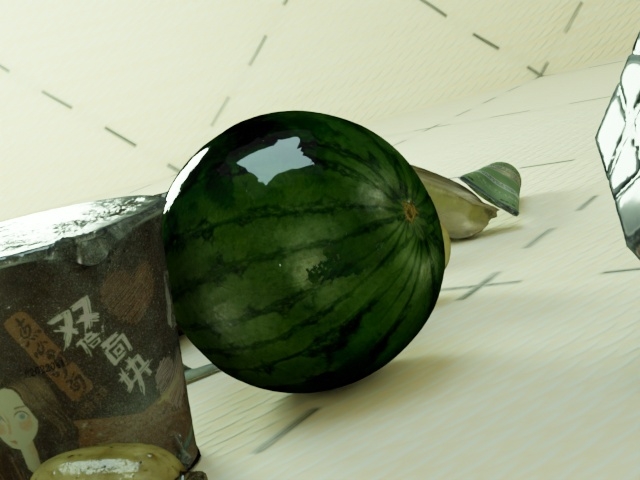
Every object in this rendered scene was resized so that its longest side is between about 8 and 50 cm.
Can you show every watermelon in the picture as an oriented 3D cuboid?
[{"bbox_3d":[-0.019,0.011,1.079,0.242,0.242,0.242,-13,10,2],"label":"watermelon"}]

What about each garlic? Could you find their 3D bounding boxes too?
[{"bbox_3d":[0.117,-0.049,1.589,0.196,0.087,0.101,20,0,1],"label":"garlic"}]

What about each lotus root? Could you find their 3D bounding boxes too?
[{"bbox_3d":[-0.151,0.169,0.860,0.152,0.063,0.072,-10,43,1],"label":"lotus root"}]

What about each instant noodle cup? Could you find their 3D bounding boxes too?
[{"bbox_3d":[-0.197,0.089,0.972,0.217,0.207,0.217,-12,11,2],"label":"instant noodle cup"}]

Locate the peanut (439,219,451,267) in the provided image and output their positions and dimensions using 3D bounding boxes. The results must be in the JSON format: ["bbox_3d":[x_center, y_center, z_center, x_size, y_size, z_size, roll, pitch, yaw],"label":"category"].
[{"bbox_3d":[-0.001,0.022,1.323,0.274,0.125,0.111,-12,-9,13],"label":"peanut"}]

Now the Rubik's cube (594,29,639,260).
[{"bbox_3d":[0.356,-0.065,0.907,0.264,0.319,0.319,-38,-2,26],"label":"Rubik's cube"}]

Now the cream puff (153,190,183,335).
[{"bbox_3d":[-0.215,0.047,1.426,0.269,0.155,0.241,-29,12,-35],"label":"cream puff"}]

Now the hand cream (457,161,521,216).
[{"bbox_3d":[0.227,-0.068,1.657,0.086,0.055,0.235,31,12,7],"label":"hand cream"}]

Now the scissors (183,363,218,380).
[{"bbox_3d":[-0.183,0.144,1.186,0.212,0.021,0.110,-20,14,-29],"label":"scissors"}]
